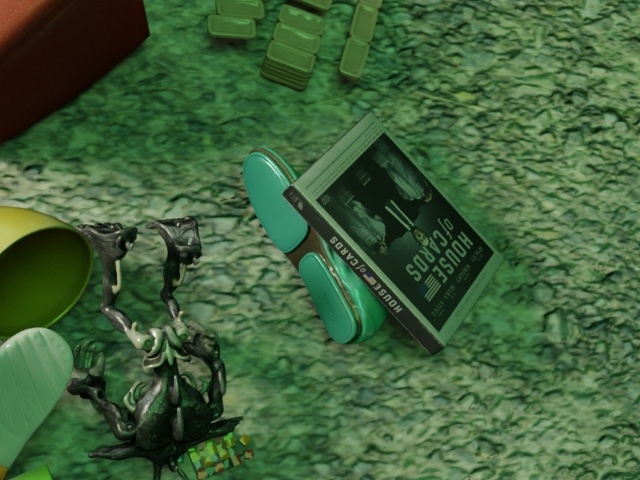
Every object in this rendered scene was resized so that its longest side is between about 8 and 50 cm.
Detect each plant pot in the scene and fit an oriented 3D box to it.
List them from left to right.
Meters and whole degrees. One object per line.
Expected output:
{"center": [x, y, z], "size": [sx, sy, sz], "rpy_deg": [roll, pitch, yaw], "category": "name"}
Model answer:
{"center": [-0.361, -0.249, 0.991], "size": [0.267, 0.267, 0.236], "rpy_deg": [38, 79, 1], "category": "plant pot"}
{"center": [-0.312, 0.019, 0.978], "size": [0.134, 0.134, 0.095], "rpy_deg": [-39, 57, -23], "category": "plant pot"}

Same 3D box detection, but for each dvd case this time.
{"center": [0.088, -0.013, 1.083], "size": [0.239, 0.029, 0.179], "rpy_deg": [47, 46, -3], "category": "dvd case"}

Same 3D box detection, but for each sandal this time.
{"center": [-0.338, 0.193, 0.925], "size": [0.102, 0.076, 0.265], "rpy_deg": [46, 77, -21], "category": "sandal"}

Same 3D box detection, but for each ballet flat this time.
{"center": [0.000, 0.000, 1.087], "size": [0.087, 0.083, 0.247], "rpy_deg": [-20, 76, -44], "category": "ballet flat"}

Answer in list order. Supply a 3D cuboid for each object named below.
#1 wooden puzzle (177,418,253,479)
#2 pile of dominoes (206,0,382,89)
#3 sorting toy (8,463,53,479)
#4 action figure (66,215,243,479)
{"center": [-0.112, 0.218, 1.011], "size": [0.083, 0.006, 0.049], "rpy_deg": [-19, 77, -19], "category": "wooden puzzle"}
{"center": [-0.023, -0.306, 1.215], "size": [0.196, 0.040, 0.251], "rpy_deg": [19, 59, -6], "category": "pile of dominoes"}
{"center": [-0.368, 0.314, 0.863], "size": [0.347, 0.047, 0.196], "rpy_deg": [-20, 114, -21], "category": "sorting toy"}
{"center": [-0.167, 0.116, 0.968], "size": [0.164, 0.141, 0.276], "rpy_deg": [-7, 99, -25], "category": "action figure"}
